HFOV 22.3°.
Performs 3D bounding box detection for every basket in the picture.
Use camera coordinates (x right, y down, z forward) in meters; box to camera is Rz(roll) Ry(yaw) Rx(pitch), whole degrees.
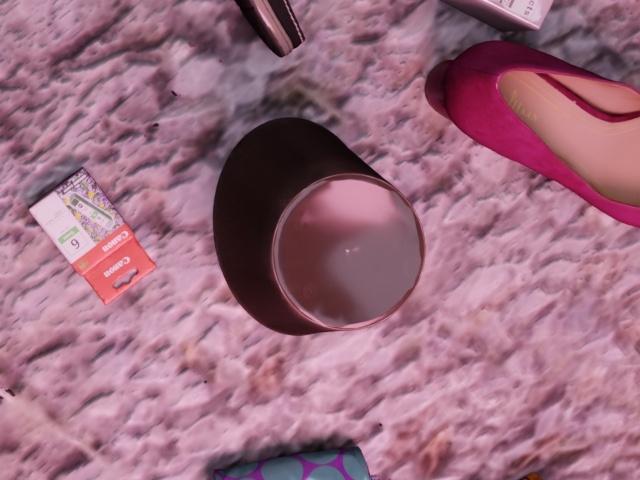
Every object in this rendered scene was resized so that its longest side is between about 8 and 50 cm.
[{"bbox_3d":[0.000,0.000,1.395,0.154,0.227,0.204,-8,98,-11],"label":"basket"}]

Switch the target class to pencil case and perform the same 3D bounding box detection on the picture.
[{"bbox_3d":[-0.024,0.234,1.496,0.152,0.064,0.070,-8,72,-11],"label":"pencil case"}]

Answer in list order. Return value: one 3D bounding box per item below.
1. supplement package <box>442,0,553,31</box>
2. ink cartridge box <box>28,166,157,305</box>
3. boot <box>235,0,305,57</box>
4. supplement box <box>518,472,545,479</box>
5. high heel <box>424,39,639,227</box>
[{"bbox_3d":[0.127,-0.271,1.455,0.179,0.105,0.105,25,90,-14],"label":"supplement package"},{"bbox_3d":[-0.203,-0.002,1.452,0.063,0.029,0.115,-38,101,-6],"label":"ink cartridge box"},{"bbox_3d":[-0.017,-0.299,1.430,0.179,0.085,0.236,-25,95,-8],"label":"boot"},{"bbox_3d":[0.152,0.305,1.521,0.188,0.104,0.080,-27,100,-8],"label":"supplement box"},{"bbox_3d":[0.281,-0.080,1.468,0.377,0.181,0.127,14,93,-13],"label":"high heel"}]
